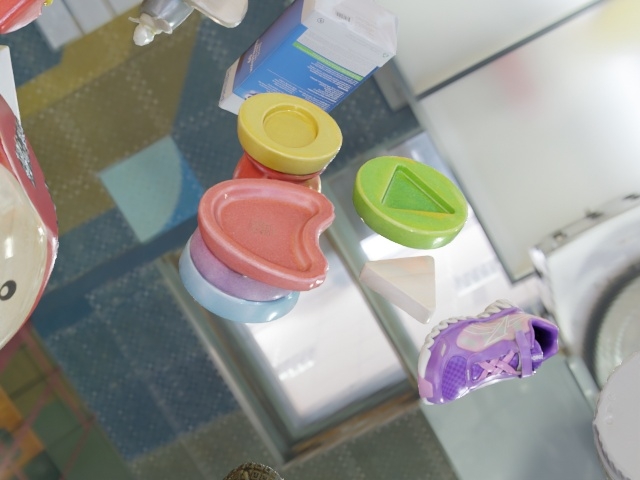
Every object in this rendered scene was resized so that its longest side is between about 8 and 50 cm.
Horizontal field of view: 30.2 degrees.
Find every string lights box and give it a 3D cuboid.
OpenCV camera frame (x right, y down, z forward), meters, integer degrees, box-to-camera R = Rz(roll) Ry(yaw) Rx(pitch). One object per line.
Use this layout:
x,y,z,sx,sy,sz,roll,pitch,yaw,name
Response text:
-0.020,-0.249,1.667,0.260,0.133,0.076,-36,-143,47,string lights box

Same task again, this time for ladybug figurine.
-0.372,-0.053,1.195,0.162,0.305,0.449,-27,-149,-4,ladybug figurine

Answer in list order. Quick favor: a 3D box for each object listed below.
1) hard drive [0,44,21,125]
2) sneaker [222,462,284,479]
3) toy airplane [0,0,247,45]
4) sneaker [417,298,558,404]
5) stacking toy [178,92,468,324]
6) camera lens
-0.461,-0.081,1.557,0.040,0.307,0.203,8,-153,24,hard drive
-0.136,0.456,1.968,0.286,0.130,0.109,-24,-153,43,sneaker
-0.316,-0.441,1.582,0.384,0.386,0.272,-8,161,-26,toy airplane
0.211,0.139,1.448,0.105,0.095,0.236,15,-156,39,sneaker
0.000,0.000,1.287,0.309,0.280,0.130,-68,-179,-52,stacking toy
0.470,0.267,1.514,0.219,0.274,0.219,-9,-119,17,camera lens
